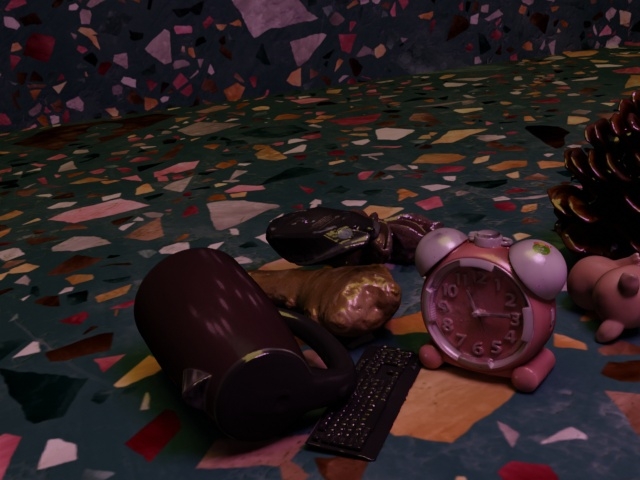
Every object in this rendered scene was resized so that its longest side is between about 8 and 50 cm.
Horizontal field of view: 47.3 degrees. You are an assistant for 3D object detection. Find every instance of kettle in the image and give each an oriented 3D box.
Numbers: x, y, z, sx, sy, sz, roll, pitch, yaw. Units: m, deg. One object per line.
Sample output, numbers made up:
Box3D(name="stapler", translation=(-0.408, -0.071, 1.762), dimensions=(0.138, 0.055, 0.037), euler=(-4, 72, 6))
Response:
Box3D(name="kettle", translation=(-0.081, 0.119, 0.796), dimensions=(0.202, 0.144, 0.232), euler=(7, 18, -32))

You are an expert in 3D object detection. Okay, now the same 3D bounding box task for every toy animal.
Box3D(name="toy animal", translation=(0.346, 0.063, 0.882), dimensions=(0.089, 0.083, 0.150), euler=(-21, 11, -3))

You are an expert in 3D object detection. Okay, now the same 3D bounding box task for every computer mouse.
Box3D(name="computer mouse", translation=(0.000, 0.000, 1.023), dimensions=(0.192, 0.062, 0.106), euler=(8, 30, 42))

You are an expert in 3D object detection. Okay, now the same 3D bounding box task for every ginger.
Box3D(name="ginger", translation=(-0.017, 0.073, 0.957), dimensions=(0.295, 0.086, 0.131), euler=(2, 30, 41))

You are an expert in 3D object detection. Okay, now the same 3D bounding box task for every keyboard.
Box3D(name="keyboard", translation=(0.054, 0.164, 0.780), dimensions=(0.074, 0.015, 0.196), euler=(4, 24, 23))

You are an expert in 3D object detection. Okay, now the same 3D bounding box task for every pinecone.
Box3D(name="pinecone", translation=(0.438, -0.078, 0.951), dimensions=(0.247, 0.292, 0.246), euler=(7, 49, -8))

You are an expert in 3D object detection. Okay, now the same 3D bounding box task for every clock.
Box3D(name="clock", translation=(0.186, 0.064, 0.803), dimensions=(0.166, 0.162, 0.093), euler=(10, 23, 34))

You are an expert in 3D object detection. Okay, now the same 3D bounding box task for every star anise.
Box3D(name="star anise", translation=(0.070, 0.000, 1.119), dimensions=(0.212, 0.073, 0.197), euler=(9, 23, 39))
